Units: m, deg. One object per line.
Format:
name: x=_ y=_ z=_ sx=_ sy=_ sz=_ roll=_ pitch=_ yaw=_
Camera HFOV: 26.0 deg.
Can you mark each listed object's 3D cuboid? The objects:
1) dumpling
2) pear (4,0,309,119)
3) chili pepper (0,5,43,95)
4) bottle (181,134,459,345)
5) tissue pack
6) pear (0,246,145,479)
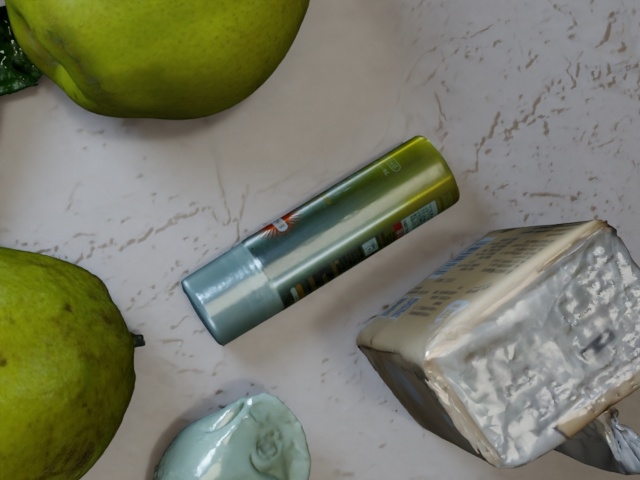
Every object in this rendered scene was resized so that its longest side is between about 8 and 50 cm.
dumpling: x=-0.100 y=0.241 z=1.367 sx=0.219 sy=0.153 sz=0.108 roll=-49 pitch=53 yaw=8
pear: x=-0.140 y=-0.249 z=1.273 sx=0.294 sy=0.294 sz=0.294 roll=0 pitch=90 yaw=-9
chili pepper: x=-0.377 y=-0.169 z=1.337 sx=0.224 sy=0.061 sz=0.098 roll=-9 pitch=102 yaw=-13
bottle: x=0.000 y=0.000 z=1.384 sx=0.286 sy=0.082 sz=0.082 roll=-32 pitch=94 yaw=-8
tissue pack: x=0.196 y=0.121 z=1.301 sx=0.239 sy=0.305 sz=0.238 roll=0 pitch=89 yaw=-9
pear: x=-0.320 y=0.126 z=1.246 sx=0.375 sy=0.287 sz=0.287 roll=-12 pitch=92 yaw=-35
